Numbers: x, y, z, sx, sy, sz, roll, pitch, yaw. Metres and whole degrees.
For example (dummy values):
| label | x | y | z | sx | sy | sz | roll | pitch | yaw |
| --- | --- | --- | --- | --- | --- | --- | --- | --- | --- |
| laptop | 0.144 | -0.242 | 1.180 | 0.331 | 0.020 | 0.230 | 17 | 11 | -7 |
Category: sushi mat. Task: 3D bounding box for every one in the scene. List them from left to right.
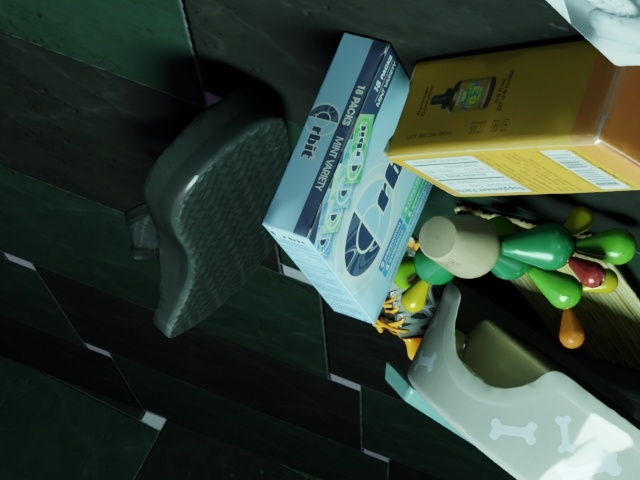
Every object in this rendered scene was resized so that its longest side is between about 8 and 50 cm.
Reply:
| label | x | y | z | sx | sy | sz | roll | pitch | yaw |
| --- | --- | --- | --- | --- | --- | --- | --- | --- | --- |
| sushi mat | 0.237 | 0.053 | 1.717 | 0.151 | 0.019 | 0.316 | 15 | 164 | 31 |

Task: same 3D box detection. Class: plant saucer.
| label | x | y | z | sx | sy | sz | roll | pitch | yaw |
| --- | --- | --- | --- | --- | --- | --- | --- | --- | --- |
| plant saucer | 0.140 | 0.178 | 1.818 | 0.192 | 0.018 | 0.067 | 35 | -176 | -27 |

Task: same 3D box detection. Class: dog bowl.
| label | x | y | z | sx | sy | sz | roll | pitch | yaw |
| --- | --- | --- | --- | --- | --- | --- | --- | --- | --- |
| dog bowl | 0.230 | 0.176 | 1.759 | 0.349 | 0.102 | 0.349 | 35 | -175 | -3 |

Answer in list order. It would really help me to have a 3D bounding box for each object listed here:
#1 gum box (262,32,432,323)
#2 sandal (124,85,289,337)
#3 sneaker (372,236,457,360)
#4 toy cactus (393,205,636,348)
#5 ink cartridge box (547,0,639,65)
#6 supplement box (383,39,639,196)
| label | x | y | z | sx | sy | sz | roll | pitch | yaw |
| --- | --- | --- | --- | --- | --- | --- | --- | --- | --- |
| gum box | 0.030 | -0.042 | 1.410 | 0.041 | 0.157 | 0.184 | 17 | 165 | 22 |
| sandal | -0.105 | -0.039 | 1.708 | 0.107 | 0.167 | 0.446 | 46 | 162 | 13 |
| sneaker | 0.076 | 0.051 | 1.830 | 0.084 | 0.083 | 0.215 | 11 | 160 | 43 |
| toy cactus | 0.134 | 0.020 | 1.511 | 0.219 | 0.112 | 0.180 | 4 | 174 | 34 |
| ink cartridge box | 0.220 | -0.135 | 1.007 | 0.224 | 0.045 | 0.223 | 33 | 162 | -36 |
| supplement box | 0.143 | -0.079 | 1.266 | 0.080 | 0.078 | 0.233 | 28 | 166 | -32 |
